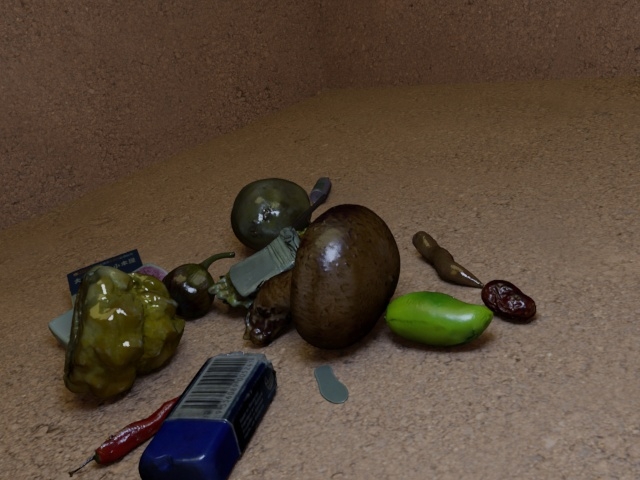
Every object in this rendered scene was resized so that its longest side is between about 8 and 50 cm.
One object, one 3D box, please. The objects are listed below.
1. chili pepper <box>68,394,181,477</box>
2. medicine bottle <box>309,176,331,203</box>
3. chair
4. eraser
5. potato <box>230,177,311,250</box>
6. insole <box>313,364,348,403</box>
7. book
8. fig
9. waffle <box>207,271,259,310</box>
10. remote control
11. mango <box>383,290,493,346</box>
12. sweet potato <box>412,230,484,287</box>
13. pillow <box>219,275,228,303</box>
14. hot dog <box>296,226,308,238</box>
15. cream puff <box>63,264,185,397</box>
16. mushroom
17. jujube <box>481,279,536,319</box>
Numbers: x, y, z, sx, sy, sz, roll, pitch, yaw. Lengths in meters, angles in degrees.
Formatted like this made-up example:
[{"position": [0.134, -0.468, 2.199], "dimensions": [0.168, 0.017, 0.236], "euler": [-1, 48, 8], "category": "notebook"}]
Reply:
[{"position": [-0.376, 0.389, 1.455], "dimensions": [0.268, 0.059, 0.050], "euler": [-29, 63, -38], "category": "chili pepper"}, {"position": [0.007, -0.188, 2.601], "dimensions": [0.058, 0.057, 0.199], "euler": [-8, 23, 16], "category": "medicine bottle"}, {"position": [-0.051, 0.054, 1.858], "dimensions": [0.319, 0.186, 0.160], "euler": [-40, 36, 4], "category": "chair"}, {"position": [-0.200, 0.338, 1.389], "dimensions": [0.155, 0.101, 0.332], "euler": [-5, 25, 20], "category": "eraser"}, {"position": [-0.147, -0.077, 2.209], "dimensions": [0.243, 0.220, 0.326], "euler": [-12, 8, -16], "category": "potato"}, {"position": [0.020, 0.291, 1.490], "dimensions": [0.053, 0.002, 0.152], "euler": [-18, 22, -7], "category": "insole"}, {"position": [-0.614, 0.144, 2.142], "dimensions": [0.228, 0.018, 0.322], "euler": [-20, 36, -14], "category": "book"}, {"position": [-0.318, 0.096, 1.965], "dimensions": [0.149, 0.149, 0.245], "euler": [4, 44, 39], "category": "fig"}, {"position": [-0.162, 0.117, 1.896], "dimensions": [0.204, 0.054, 0.223], "euler": [19, 30, 26], "category": "waffle"}, {"position": [-0.566, 0.180, 2.019], "dimensions": [0.344, 0.050, 0.145], "euler": [-33, 41, -30], "category": "remote control"}, {"position": [0.246, 0.161, 1.518], "dimensions": [0.233, 0.111, 0.125], "euler": [-4, 30, 31], "category": "mango"}, {"position": [0.304, 0.055, 1.809], "dimensions": [0.059, 0.067, 0.281], "euler": [-51, 26, 9], "category": "sweet potato"}, {"position": [-0.225, 0.129, 1.987], "dimensions": [0.090, 0.048, 0.150], "euler": [-25, 26, -3], "category": "pillow"}, {"position": [0.000, 0.000, 2.048], "dimensions": [0.337, 0.100, 0.135], "euler": [-20, -7, -10], "category": "hot dog"}, {"position": [-0.444, 0.211, 1.695], "dimensions": [0.257, 0.291, 0.324], "euler": [8, -4, -24], "category": "cream puff"}, {"position": [0.011, 0.072, 1.642], "dimensions": [0.356, 0.334, 0.331], "euler": [20, 39, 40], "category": "mushroom"}, {"position": [0.401, 0.127, 1.551], "dimensions": [0.077, 0.077, 0.129], "euler": [-25, 29, -24], "category": "jujube"}]
